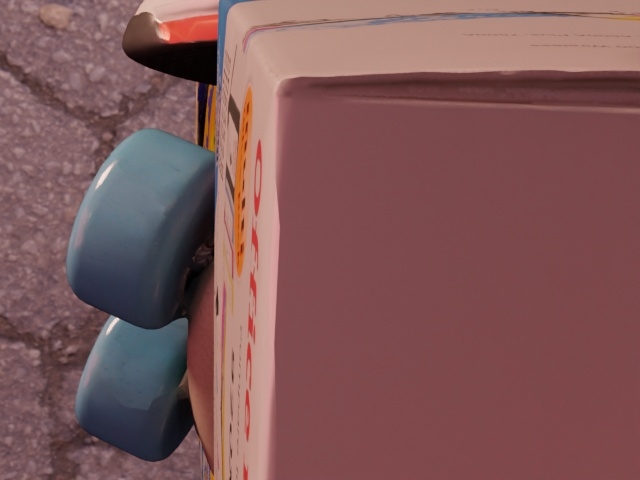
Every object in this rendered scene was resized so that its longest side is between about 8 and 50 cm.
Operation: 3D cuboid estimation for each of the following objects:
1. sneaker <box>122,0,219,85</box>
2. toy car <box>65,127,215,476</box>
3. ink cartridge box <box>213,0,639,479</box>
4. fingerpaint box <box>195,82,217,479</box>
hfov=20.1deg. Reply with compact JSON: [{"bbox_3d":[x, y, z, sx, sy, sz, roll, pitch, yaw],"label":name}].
[{"bbox_3d":[0.026,-0.147,0.722,0.270,0.090,0.145,-8,76,46],"label":"sneaker"},{"bbox_3d":[0.047,0.001,0.756,0.210,0.219,0.238,97,-161,-55],"label":"toy car"},{"bbox_3d":[0.058,0.027,0.470,0.233,0.168,0.171,-116,27,-77],"label":"ink cartridge box"},{"bbox_3d":[0.000,0.000,1.168,0.371,0.163,0.445,-96,8,-51],"label":"fingerpaint box"}]
